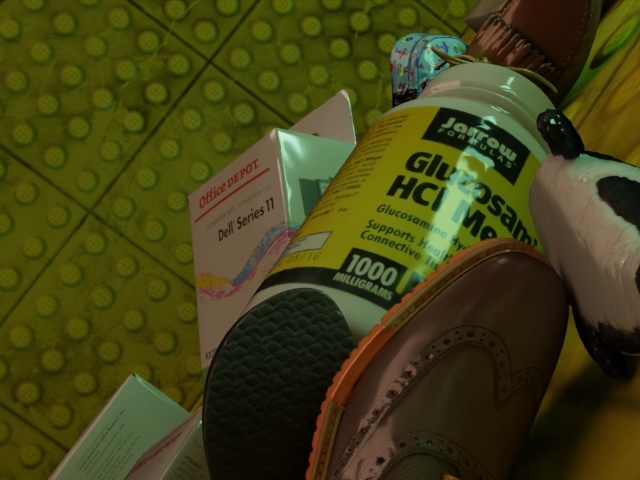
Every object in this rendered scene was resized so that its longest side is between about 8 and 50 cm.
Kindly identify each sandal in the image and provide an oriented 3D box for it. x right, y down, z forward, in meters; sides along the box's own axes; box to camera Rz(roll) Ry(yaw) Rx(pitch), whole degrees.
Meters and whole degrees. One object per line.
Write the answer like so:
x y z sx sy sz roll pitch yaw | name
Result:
-0.024 0.154 0.498 0.054 0.097 0.255 -156 65 -79 | sandal

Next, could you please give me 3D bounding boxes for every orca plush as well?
0.177 -0.012 0.407 0.102 0.151 0.287 -16 -9 8 | orca plush

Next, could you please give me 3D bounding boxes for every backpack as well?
0.184 -0.231 1.212 0.117 0.158 0.173 0 95 59 | backpack

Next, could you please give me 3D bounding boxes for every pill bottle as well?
0.085 0.004 0.662 0.334 0.188 0.188 -57 6 -36 | pill bottle

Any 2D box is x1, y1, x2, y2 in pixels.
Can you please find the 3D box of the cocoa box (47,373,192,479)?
-0.348 0.443 1.397 0.347 0.231 0.228 -55 5 -22 | cocoa box

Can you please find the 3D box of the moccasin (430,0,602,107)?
0.201 -0.184 1.009 0.147 0.139 0.380 -21 -21 -48 | moccasin

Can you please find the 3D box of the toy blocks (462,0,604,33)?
0.370 -0.408 1.146 0.381 0.190 0.261 -53 16 0 | toy blocks

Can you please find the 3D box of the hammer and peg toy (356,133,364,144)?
0.000 0.000 1.311 0.266 0.127 0.362 -80 9 -79 | hammer and peg toy

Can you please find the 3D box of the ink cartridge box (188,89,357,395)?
-0.047 0.017 0.896 0.207 0.119 0.354 -29 62 48 | ink cartridge box

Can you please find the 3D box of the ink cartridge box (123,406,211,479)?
-0.182 0.342 0.787 0.226 0.131 0.306 -42 9 49 | ink cartridge box

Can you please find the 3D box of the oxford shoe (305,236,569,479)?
0.053 0.161 0.417 0.364 0.130 0.132 -60 24 -12 | oxford shoe
